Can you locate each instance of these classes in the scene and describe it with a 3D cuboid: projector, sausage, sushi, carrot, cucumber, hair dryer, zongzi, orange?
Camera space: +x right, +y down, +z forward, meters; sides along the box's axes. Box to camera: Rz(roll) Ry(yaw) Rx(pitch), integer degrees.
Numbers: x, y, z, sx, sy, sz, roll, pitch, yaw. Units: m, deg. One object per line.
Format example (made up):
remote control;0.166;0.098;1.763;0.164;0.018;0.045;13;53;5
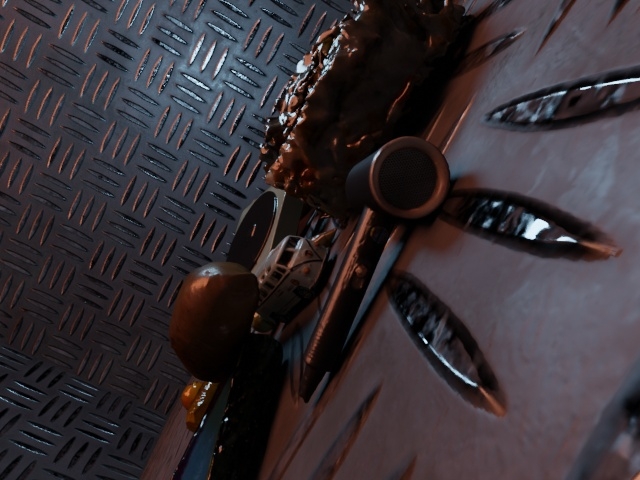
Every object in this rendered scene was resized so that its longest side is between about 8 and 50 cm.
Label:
projector;-0.127;0.010;0.936;0.257;0.079;0.259;-29;41;51
sausage;-0.176;0.158;0.711;0.501;0.136;0.123;112;145;-63
sushi;0.043;-0.236;0.688;0.417;0.176;0.417;-50;20;25
carrot;-0.221;0.299;1.003;0.066;0.066;0.314;-55;8;37
cucumber;-0.088;0.215;0.518;0.211;0.062;0.078;-85;12;-55
hair dryer;0.028;0.029;0.414;0.128;0.070;0.255;-147;81;-82
zongzi;0.000;0.000;0.741;0.083;0.040;0.076;-48;5;10
orange;-0.344;0.437;1.190;0.083;0.084;0.083;-59;9;15

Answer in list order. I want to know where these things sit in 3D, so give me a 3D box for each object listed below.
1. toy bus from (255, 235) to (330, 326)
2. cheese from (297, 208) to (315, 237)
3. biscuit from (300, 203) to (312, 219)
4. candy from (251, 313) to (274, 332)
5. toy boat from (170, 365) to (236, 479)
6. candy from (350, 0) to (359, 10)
toy bus;-0.057;0.062;0.687;0.194;0.089;0.087;-48;16;52
cheese;-0.099;-0.043;1.173;0.177;0.128;0.203;-57;6;16
biscuit;0.043;-0.201;1.013;0.355;0.052;0.275;-55;1;13
candy;-0.090;0.115;0.878;0.061;0.061;0.202;-56;2;30
toy boat;-0.153;0.316;0.522;0.136;0.079;0.392;-58;7;32
candy;0.172;-0.567;0.933;0.157;0.214;0.289;120;174;-50
